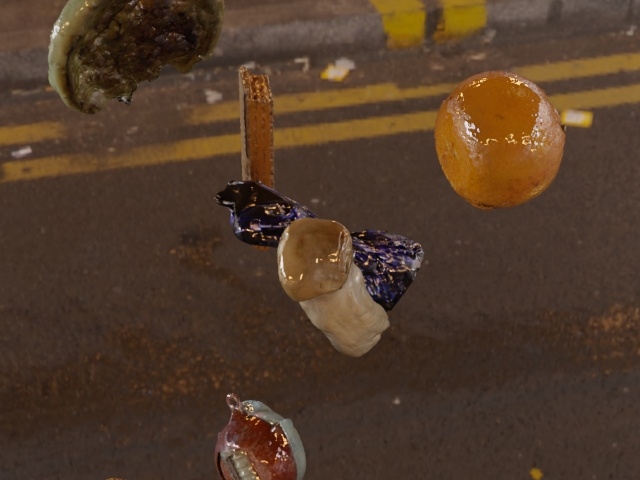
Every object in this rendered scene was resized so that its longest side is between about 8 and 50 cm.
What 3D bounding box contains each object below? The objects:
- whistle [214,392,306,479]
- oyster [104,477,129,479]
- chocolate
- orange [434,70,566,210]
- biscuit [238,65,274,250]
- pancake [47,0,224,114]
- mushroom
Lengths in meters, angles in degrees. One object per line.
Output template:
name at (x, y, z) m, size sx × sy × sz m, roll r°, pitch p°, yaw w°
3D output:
whistle at (-0.066, 0.391, 1.409) m, size 0.142 × 0.346 × 0.134 m, roll -23°, pitch 6°, yaw 18°
oyster at (-0.412, 0.521, 1.428) m, size 0.133 × 0.198 × 0.337 m, roll 30°, pitch 58°, yaw 0°
chocolate at (-0.005, 0.000, 1.397) m, size 0.343 × 0.126 × 0.148 m, roll 24°, pitch 52°, yaw -18°
orange at (0.279, -0.156, 1.415) m, size 0.193 × 0.219 × 0.219 m, roll 0°, pitch 36°, yaw -9°
biscuit at (-0.116, -0.142, 1.667) m, size 0.054 × 0.378 × 0.094 m, roll -6°, pitch 44°, yaw -9°
pancake at (-0.121, -0.136, 0.593) m, size 0.129 × 0.116 × 0.022 m, roll -35°, pitch 66°, yaw -13°
mushroom at (0.016, 0.048, 0.711) m, size 0.059 × 0.202 × 0.054 m, roll -26°, pitch 58°, yaw 1°
